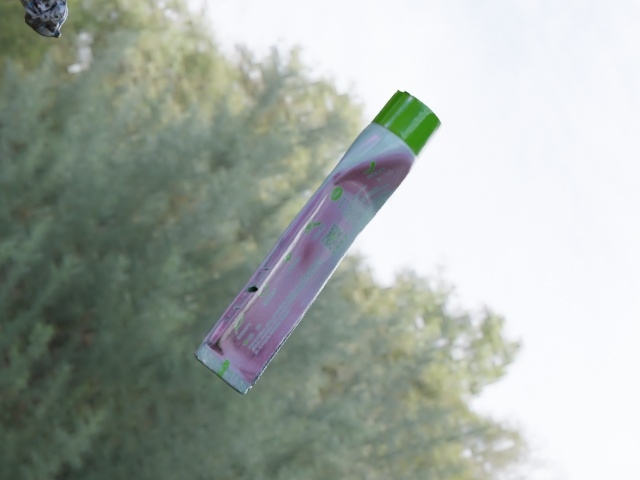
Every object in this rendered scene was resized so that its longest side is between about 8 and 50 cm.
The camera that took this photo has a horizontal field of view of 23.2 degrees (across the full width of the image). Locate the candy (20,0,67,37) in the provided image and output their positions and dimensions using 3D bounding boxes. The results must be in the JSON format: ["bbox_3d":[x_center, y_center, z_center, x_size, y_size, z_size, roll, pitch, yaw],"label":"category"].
[{"bbox_3d":[-0.236,-0.313,1.632,0.094,0.226,0.051,44,-9,-33],"label":"candy"}]

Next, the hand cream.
[{"bbox_3d":[0.001,0.001,1.260,0.079,0.275,0.050,41,-8,-26],"label":"hand cream"}]
